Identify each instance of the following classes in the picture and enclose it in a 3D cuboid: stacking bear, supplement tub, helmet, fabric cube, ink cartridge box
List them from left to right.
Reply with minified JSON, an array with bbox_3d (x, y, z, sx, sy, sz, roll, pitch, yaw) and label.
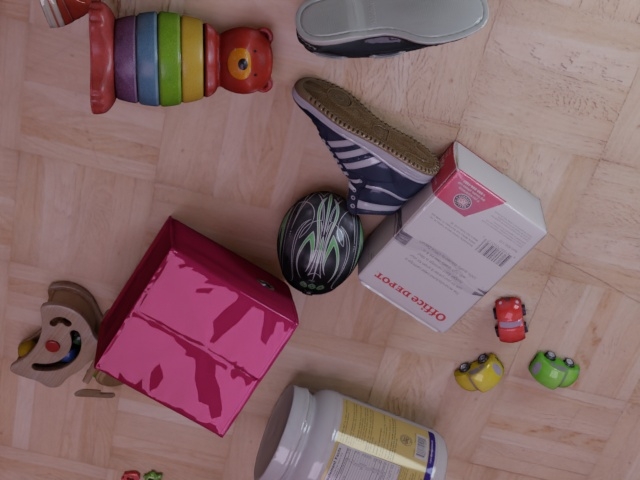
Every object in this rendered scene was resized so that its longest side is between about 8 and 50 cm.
[{"bbox_3d":[-0.219,-0.292,1.688,0.289,0.164,0.175,0,100,-7],"label":"stacking bear"},{"bbox_3d":[-0.224,0.146,1.871,0.258,0.254,0.259,32,98,-14],"label":"fabric cube"},{"bbox_3d":[0.000,0.000,1.858,0.170,0.169,0.161,13,140,-3],"label":"helmet"},{"bbox_3d":[0.058,0.438,2.076,0.331,0.241,0.241,22,122,-9],"label":"supplement tub"},{"bbox_3d":[0.227,-0.002,1.852,0.207,0.117,0.283,33,119,-16],"label":"ink cartridge box"}]

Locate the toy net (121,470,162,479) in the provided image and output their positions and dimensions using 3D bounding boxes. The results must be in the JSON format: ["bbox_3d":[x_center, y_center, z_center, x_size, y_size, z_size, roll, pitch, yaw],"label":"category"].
[{"bbox_3d":[-0.453,0.576,2.325,0.232,0.045,0.122,-8,122,10],"label":"toy net"}]

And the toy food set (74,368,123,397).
[{"bbox_3d":[-0.396,0.247,2.089,0.192,0.038,0.132,-37,155,16],"label":"toy food set"}]

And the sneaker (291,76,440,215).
[{"bbox_3d":[0.048,-0.149,1.787,0.282,0.099,0.153,33,130,-6],"label":"sneaker"}]

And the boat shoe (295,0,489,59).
[{"bbox_3d":[0.113,-0.348,1.662,0.303,0.091,0.114,1,79,6],"label":"boat shoe"}]

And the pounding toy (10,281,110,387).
[{"bbox_3d":[-0.501,0.192,2.020,0.269,0.154,0.154,-36,116,22],"label":"pounding toy"}]

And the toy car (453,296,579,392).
[{"bbox_3d":[0.400,0.237,2.026,0.225,0.053,0.239,20,122,-7],"label":"toy car"}]

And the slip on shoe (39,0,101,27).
[{"bbox_3d":[-0.421,-0.495,1.611,0.101,0.123,0.331,-18,122,-10],"label":"slip on shoe"}]
